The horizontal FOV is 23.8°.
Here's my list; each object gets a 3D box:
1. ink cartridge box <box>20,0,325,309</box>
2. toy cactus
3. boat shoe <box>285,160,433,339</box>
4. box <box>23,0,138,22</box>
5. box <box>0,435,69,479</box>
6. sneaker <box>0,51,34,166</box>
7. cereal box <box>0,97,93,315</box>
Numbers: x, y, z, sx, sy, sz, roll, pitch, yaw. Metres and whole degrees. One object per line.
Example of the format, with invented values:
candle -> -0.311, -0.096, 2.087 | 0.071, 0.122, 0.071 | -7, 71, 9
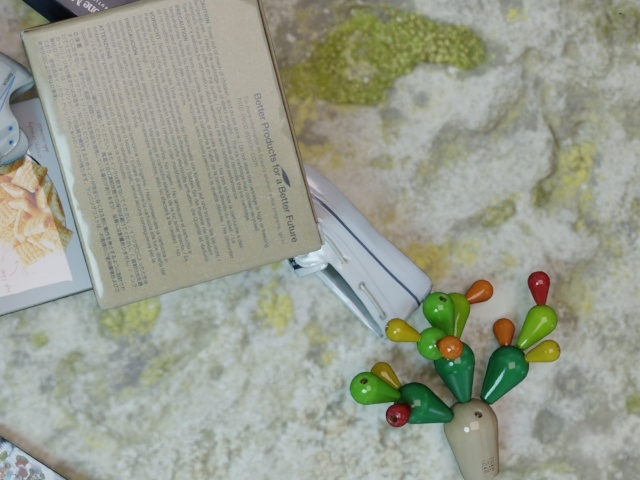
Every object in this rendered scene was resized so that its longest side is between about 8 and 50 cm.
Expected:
ink cartridge box -> -0.121, -0.083, 1.244 | 0.193, 0.088, 0.235 | -15, 99, -8
toy cactus -> 0.136, 0.130, 1.368 | 0.219, 0.112, 0.181 | -24, 107, -33
boat shoe -> 0.000, 0.000, 1.349 | 0.226, 0.083, 0.076 | 39, 76, -9
box -> -0.194, -0.262, 1.317 | 0.156, 0.093, 0.158 | 37, 79, -9
box -> -0.250, 0.237, 1.295 | 0.137, 0.027, 0.094 | 34, 79, -10
sneaker -> -0.285, -0.072, 1.243 | 0.083, 0.071, 0.191 | 22, 77, -14
cereal box -> -0.232, -0.036, 1.310 | 0.240, 0.047, 0.173 | -17, 88, -15
